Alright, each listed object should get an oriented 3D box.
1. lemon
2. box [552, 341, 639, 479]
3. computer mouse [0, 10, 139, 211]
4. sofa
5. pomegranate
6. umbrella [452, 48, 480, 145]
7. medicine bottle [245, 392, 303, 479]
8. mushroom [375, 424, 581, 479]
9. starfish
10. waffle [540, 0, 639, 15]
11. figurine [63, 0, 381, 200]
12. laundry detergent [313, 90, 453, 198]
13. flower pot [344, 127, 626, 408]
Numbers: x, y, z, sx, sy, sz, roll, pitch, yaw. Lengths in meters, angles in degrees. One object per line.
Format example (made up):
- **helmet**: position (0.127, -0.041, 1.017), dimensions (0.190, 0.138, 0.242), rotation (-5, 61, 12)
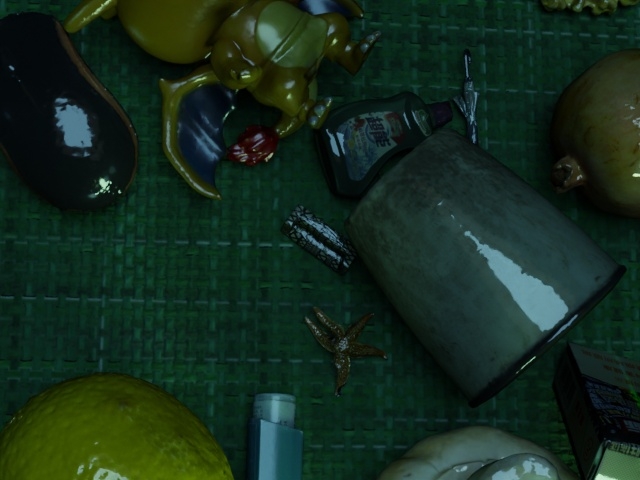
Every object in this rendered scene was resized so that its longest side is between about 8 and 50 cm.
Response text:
- **lemon**: position (-0.273, 0.336, 1.652), dimensions (0.336, 0.336, 0.336), rotation (2, 78, -8)
- **box**: position (0.446, 0.262, 1.778), dimensions (0.198, 0.310, 0.084), rotation (16, 109, -4)
- **computer mouse**: position (-0.393, -0.188, 1.833), dimensions (0.183, 0.116, 0.323), rotation (-38, 83, 1)
- **sofa**: position (0.000, 0.000, 1.892), dimensions (0.118, 0.060, 0.039), rotation (36, 72, 1)
- **pomegranate**: position (0.458, -0.151, 1.906), dimensions (0.270, 0.229, 0.252), rotation (-25, 81, -7)
- **umbrella**: position (0.231, -0.173, 1.974), dimensions (0.044, 0.044, 0.269), rotation (-7, 76, 21)
- **medicine bottle**: position (-0.086, 0.345, 1.794), dimensions (0.124, 0.079, 0.258), rotation (6, 77, -6)
- **mushroom**: position (0.217, 0.419, 1.698), dimensions (0.325, 0.353, 0.353), rotation (-42, 86, 6)
- **starfish**: position (0.038, 0.165, 1.871), dimensions (0.133, 0.041, 0.130), rotation (8, 78, -6)
- **waffle**: position (0.419, -0.486, 2.062), dimensions (0.249, 0.056, 0.253), rotation (-6, 78, -10)
- **figurine**: position (-0.142, -0.297, 1.835), dimensions (0.387, 0.268, 0.401), rotation (35, 80, -2)
- **laundry detergent**: position (0.108, -0.152, 1.934), dimensions (0.222, 0.078, 0.144), rotation (-18, 97, -15)
- **flower pot**: position (0.220, 0.023, 1.804), dimensions (0.294, 0.293, 0.330), rotation (-40, 84, -14)
